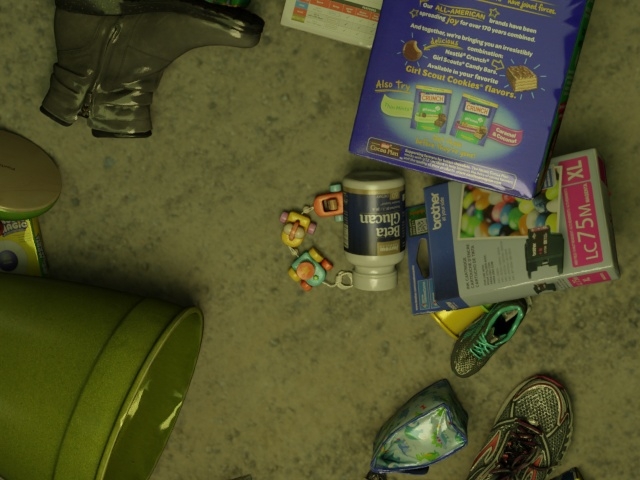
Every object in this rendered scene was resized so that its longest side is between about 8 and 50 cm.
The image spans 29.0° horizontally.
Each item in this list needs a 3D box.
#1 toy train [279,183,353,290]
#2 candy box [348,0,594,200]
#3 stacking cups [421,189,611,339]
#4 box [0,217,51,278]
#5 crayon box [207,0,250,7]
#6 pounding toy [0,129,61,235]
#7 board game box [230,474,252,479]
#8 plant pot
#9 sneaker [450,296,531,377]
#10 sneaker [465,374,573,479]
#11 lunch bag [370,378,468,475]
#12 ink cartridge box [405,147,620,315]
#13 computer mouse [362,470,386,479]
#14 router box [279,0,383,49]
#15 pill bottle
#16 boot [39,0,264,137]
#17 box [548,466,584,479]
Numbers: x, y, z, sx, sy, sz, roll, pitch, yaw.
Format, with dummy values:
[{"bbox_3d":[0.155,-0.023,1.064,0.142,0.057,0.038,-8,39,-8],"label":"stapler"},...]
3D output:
[{"bbox_3d":[0.000,0.000,1.892,0.125,0.046,0.166,-4,99,8],"label":"toy train"},{"bbox_3d":[0.209,-0.243,1.688,0.268,0.122,0.317,16,102,12],"label":"candy box"},{"bbox_3d":[0.290,0.011,1.845,0.316,0.096,0.096,-42,93,7],"label":"stacking cups"},{"bbox_3d":[-0.491,0.019,1.960,0.105,0.043,0.179,-10,97,9],"label":"box"},{"bbox_3d":[-0.182,-0.398,1.724,0.165,0.278,0.081,26,101,2],"label":"crayon box"},{"bbox_3d":[-0.522,-0.087,1.894,0.237,0.183,0.110,33,124,1],"label":"pounding toy"},{"bbox_3d":[-0.138,0.538,1.956,0.142,0.144,0.275,-19,98,9],"label":"board game box"},{"bbox_3d":[-0.407,0.203,1.830,0.353,0.366,0.366,22,102,7],"label":"plant pot"},{"bbox_3d":[0.253,0.143,1.870,0.065,0.076,0.166,37,103,1],"label":"sneaker"},{"bbox_3d":[0.289,0.343,1.853,0.121,0.112,0.299,25,81,16],"label":"sneaker"},{"bbox_3d":[0.146,0.295,1.885,0.151,0.129,0.096,-28,95,10],"label":"lunch bag"},{"bbox_3d":[0.261,-0.008,1.778,0.311,0.065,0.185,-14,65,24],"label":"ink cartridge box"},{"bbox_3d":[0.158,0.418,1.951,0.193,0.042,0.106,3,96,12],"label":"computer mouse"},{"bbox_3d":[0.142,-0.412,1.781,0.335,0.082,0.301,17,102,4],"label":"router box"},{"bbox_3d":[0.081,-0.015,1.852,0.094,0.094,0.169,0,104,7],"label":"pill bottle"},{"bbox_3d":[-0.250,-0.258,1.855,0.338,0.118,0.222,11,104,16],"label":"boot"},{"bbox_3d":[0.339,0.420,1.921,0.169,0.054,0.059,-30,95,11],"label":"box"}]
